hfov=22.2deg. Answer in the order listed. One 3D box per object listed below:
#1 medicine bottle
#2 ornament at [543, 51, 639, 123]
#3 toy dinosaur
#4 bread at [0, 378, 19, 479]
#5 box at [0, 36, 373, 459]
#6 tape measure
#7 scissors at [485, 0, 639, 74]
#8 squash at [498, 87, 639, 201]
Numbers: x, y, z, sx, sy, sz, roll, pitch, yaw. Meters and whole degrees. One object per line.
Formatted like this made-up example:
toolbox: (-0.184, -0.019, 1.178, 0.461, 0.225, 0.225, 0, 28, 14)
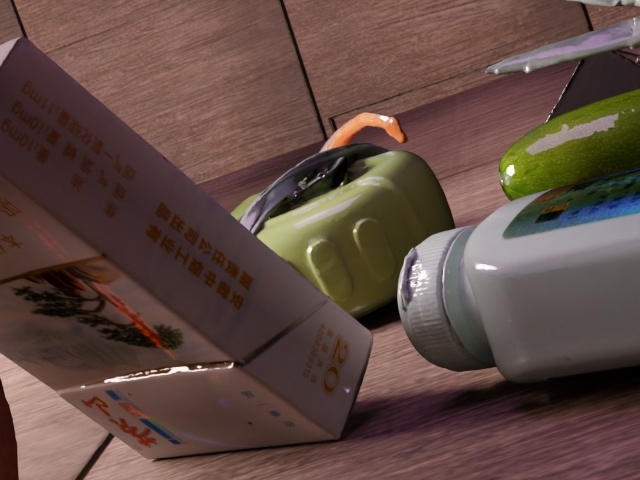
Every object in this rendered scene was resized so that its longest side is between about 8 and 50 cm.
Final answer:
medicine bottle: (0.136, 0.011, 0.687, 0.229, 0.083, 0.121, -12, 9, 43)
ornament: (0.253, -0.096, 1.291, 0.088, 0.081, 0.203, -60, -20, 10)
toy dinosaur: (0.005, -0.024, 1.285, 0.055, 0.101, 0.279, -39, 6, -38)
bread: (-0.230, 0.075, 0.655, 0.190, 0.244, 0.123, -10, -1, 23)
box: (-0.106, 0.016, 0.764, 0.149, 0.233, 0.067, -12, 46, 48)
tape measure: (0.000, 0.000, 1.069, 0.175, 0.106, 0.200, -21, 8, 21)
scissors: (0.294, -0.153, 1.021, 0.384, 0.029, 0.256, -5, 45, 18)
squash: (0.252, -0.072, 1.032, 0.293, 0.082, 0.082, -19, 6, -9)
